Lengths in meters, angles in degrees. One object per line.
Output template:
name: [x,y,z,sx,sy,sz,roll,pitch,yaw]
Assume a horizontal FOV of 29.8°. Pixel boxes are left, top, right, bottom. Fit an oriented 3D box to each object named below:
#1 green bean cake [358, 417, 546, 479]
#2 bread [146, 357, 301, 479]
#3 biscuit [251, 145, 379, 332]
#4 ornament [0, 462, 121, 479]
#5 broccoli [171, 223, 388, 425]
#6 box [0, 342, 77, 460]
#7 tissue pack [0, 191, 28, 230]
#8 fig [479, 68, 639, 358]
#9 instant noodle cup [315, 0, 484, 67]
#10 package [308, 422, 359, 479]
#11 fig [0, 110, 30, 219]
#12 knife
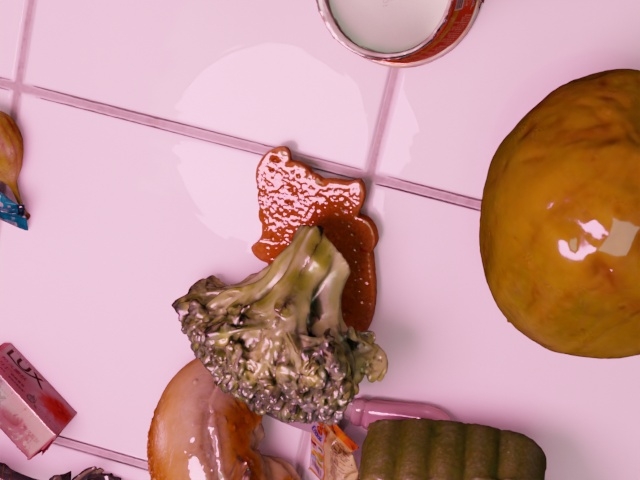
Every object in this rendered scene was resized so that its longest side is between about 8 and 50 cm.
green bean cake: [0.171,0.362,1.590,0.247,0.156,0.249,3,123,9]
bread: [-0.139,0.328,1.635,0.171,0.192,0.314,-19,103,28]
biscuit: [0.000,0.000,1.615,0.183,0.043,0.280,-25,103,21]
ornament: [-0.401,0.367,1.745,0.236,0.202,0.080,10,68,-16]
broccoli: [-0.041,0.103,1.560,0.288,0.248,0.245,37,91,11]
box: [-0.424,0.226,1.707,0.060,0.111,0.156,-40,96,8]
tissue pack: [-0.466,-0.061,1.658,0.138,0.085,0.028,33,68,5]
fig: [0.337,-0.016,1.422,0.343,0.343,0.343,2,104,9]
instant noodle cup: [0.089,-0.305,1.455,0.213,0.174,0.213,2,103,10]
package: [0.019,0.299,1.648,0.031,0.108,0.120,-18,127,-27]
fig: [-0.428,-0.113,1.654,0.093,0.093,0.166,-34,123,16]
knife: [0.020,0.239,1.683,0.336,0.043,0.081,12,115,13]
